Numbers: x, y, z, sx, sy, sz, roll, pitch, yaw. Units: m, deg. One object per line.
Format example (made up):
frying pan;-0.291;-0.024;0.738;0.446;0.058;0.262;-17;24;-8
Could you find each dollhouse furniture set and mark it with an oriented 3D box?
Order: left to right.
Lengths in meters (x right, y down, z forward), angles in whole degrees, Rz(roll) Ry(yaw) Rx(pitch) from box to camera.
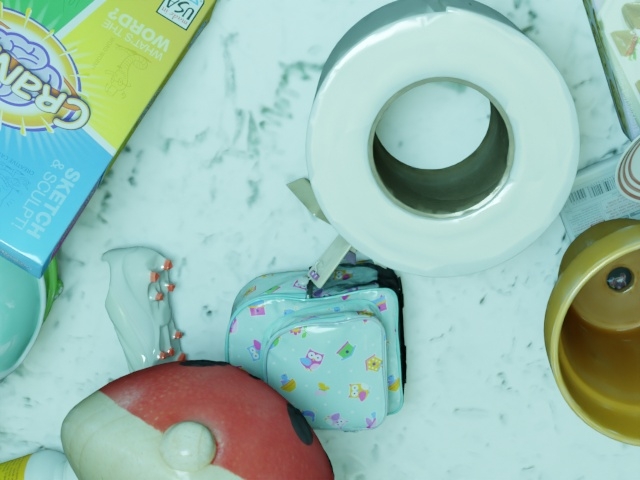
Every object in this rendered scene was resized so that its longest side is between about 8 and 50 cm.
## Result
dollhouse furniture set;0.000;0.000;1.075;0.091;0.114;0.081;28;105;-43

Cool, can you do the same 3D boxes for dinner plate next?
dinner plate;0.353;-0.087;1.013;0.141;0.017;0.141;-8;142;-7

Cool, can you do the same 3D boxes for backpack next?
backpack;-0.008;0.114;1.089;0.189;0.144;0.165;-1;114;9

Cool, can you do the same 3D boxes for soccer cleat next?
soccer cleat;-0.196;0.097;1.137;0.076;0.068;0.196;9;114;24

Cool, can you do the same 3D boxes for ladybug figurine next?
ladybug figurine;-0.102;0.240;1.031;0.305;0.449;0.162;33;68;8

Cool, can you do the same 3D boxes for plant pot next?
plant pot;0.311;0.066;1.006;0.205;0.188;0.205;1;108;2

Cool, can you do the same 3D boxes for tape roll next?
tape roll;0.111;-0.105;0.992;0.246;0.169;0.246;1;108;3

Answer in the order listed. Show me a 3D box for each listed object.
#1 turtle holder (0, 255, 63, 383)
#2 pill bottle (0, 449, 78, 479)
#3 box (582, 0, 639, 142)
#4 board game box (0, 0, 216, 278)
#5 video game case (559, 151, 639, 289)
turtle holder;-0.409;0.073;1.040;0.243;0.227;0.320;28;118;-12
pill bottle;-0.339;0.307;1.181;0.209;0.117;0.117;-18;107;9
box;0.280;-0.250;0.990;0.063;0.067;0.323;-20;108;8
board game box;-0.276;-0.160;0.957;0.242;0.064;0.316;31;70;-8
video game case;0.358;-0.019;1.088;0.190;0.022;0.173;-22;106;9
